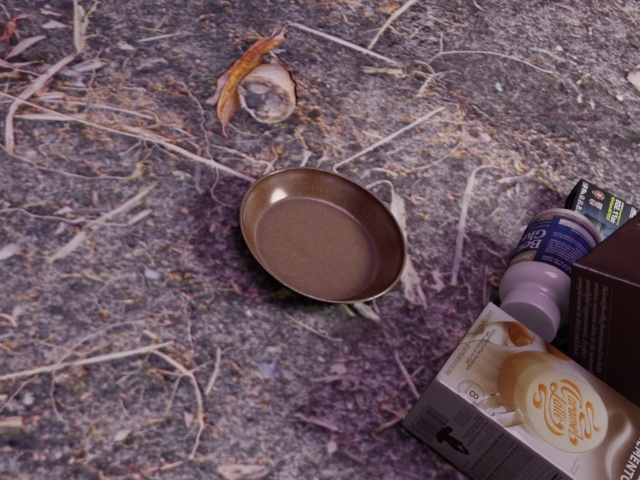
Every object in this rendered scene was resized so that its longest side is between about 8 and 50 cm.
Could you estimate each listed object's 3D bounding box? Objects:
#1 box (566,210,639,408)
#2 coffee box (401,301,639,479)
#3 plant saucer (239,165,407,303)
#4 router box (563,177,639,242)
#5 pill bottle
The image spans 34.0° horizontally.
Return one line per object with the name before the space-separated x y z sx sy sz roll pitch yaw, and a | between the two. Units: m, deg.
box | 0.398 0.078 1.163 0.167 0.168 0.203 21 37 38
coffee box | 0.228 0.197 1.070 0.246 0.098 0.141 35 47 9
plant saucer | 0.000 0.000 1.186 0.199 0.036 0.198 12 47 -13
router box | 0.358 -0.014 1.353 0.092 0.038 0.122 29 46 1
pill bottle | 0.263 0.045 1.221 0.094 0.094 0.169 31 46 5
